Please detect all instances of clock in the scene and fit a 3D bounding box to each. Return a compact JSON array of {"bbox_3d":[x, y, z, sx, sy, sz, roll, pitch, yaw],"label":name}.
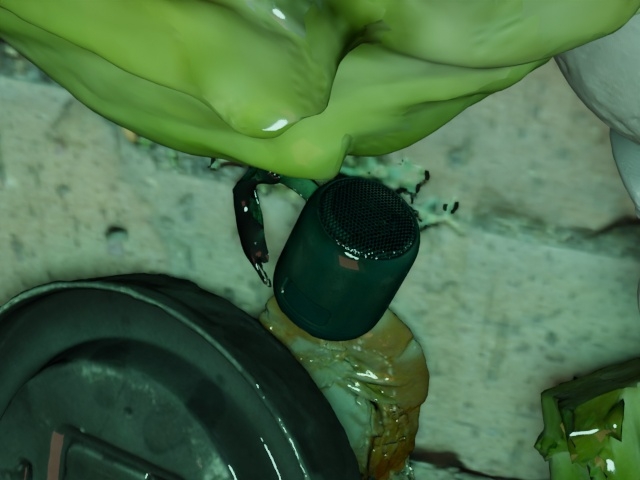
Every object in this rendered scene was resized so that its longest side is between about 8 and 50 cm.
[{"bbox_3d":[-0.098,0.153,0.843,0.281,0.055,0.280,8,105,32],"label":"clock"}]

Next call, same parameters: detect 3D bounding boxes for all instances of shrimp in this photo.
[{"bbox_3d":[0.021,0.092,0.849,0.091,0.043,0.184,-4,132,19],"label":"shrimp"}]

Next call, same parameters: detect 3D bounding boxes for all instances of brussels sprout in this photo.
[{"bbox_3d":[-0.035,-0.183,0.438,0.328,0.247,0.328,28,154,15],"label":"brussels sprout"}]

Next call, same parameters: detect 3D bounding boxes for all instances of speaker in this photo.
[{"bbox_3d":[-0.003,0.002,0.751,0.094,0.060,0.075,23,137,-3],"label":"speaker"}]

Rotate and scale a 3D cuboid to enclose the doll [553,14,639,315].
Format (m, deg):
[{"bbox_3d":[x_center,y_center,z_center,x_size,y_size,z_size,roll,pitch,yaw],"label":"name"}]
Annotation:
[{"bbox_3d":[0.167,-0.038,0.591,0.151,0.151,0.287,0,137,20],"label":"doll"}]

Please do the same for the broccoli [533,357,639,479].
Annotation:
[{"bbox_3d":[0.194,0.194,0.748,0.304,0.321,0.283,-21,89,55],"label":"broccoli"}]
